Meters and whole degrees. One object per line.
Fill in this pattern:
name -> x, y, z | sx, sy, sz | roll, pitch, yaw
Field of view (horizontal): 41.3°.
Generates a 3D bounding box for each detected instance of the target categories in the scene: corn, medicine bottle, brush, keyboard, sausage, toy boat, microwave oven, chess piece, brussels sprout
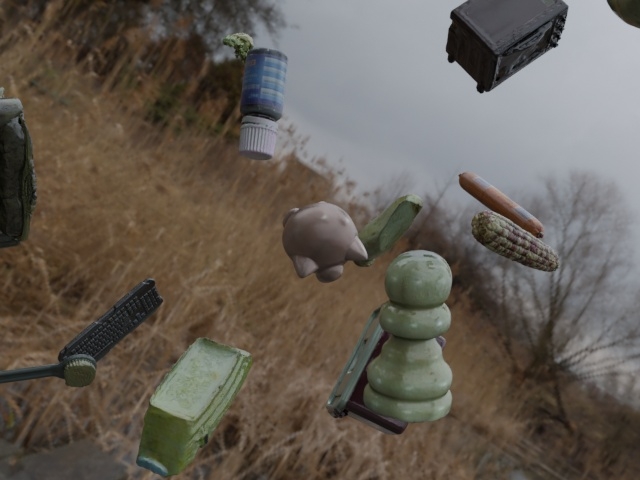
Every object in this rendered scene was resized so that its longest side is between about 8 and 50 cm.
corn -> 0.421, 0.006, 1.819 | 0.237, 0.079, 0.079 | 23, 3, -28
medicine bottle -> -0.109, -0.255, 1.595 | 0.083, 0.203, 0.083 | 5, -7, 1
brush -> -0.490, 0.219, 1.341 | 0.266, 0.062, 0.027 | -5, 41, -14
keyboard -> -0.446, 0.188, 1.818 | 0.016, 0.262, 0.106 | 29, -31, 32
sausage -> 0.453, -0.093, 2.146 | 0.053, 0.053, 0.348 | 33, 9, -40
toy boat -> -0.211, 0.262, 1.425 | 0.111, 0.276, 0.084 | 15, -47, 20
microwave oven -> 0.454, -0.507, 2.065 | 0.188, 0.247, 0.178 | 50, -11, 18
chess piece -> 0.184, 0.180, 1.695 | 0.182, 0.330, 0.182 | 2, 17, -1
brussels sprout -> -0.175, -0.431, 1.896 | 0.085, 0.058, 0.085 | 58, 13, -23

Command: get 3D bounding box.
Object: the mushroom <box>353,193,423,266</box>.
mushroom -> 0.166, -0.021, 2.232 | 0.087, 0.107, 0.333 | 20, -26, -15

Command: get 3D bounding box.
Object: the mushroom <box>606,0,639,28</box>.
mushroom -> 0.603, -0.525, 1.436 | 0.260, 0.352, 0.352 | 13, -1, 0

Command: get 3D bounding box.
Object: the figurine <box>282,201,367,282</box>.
figurine -> 0.000, 0.000, 1.388 | 0.125, 0.125, 0.138 | 34, 23, -48

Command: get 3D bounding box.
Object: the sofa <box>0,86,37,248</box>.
sofa -> -0.559, -0.099, 1.295 | 0.200, 0.258, 0.182 | -7, 35, -33

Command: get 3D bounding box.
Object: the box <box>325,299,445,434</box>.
box -> 0.153, 0.301, 1.950 | 0.167, 0.294, 0.193 | 28, -14, 0
